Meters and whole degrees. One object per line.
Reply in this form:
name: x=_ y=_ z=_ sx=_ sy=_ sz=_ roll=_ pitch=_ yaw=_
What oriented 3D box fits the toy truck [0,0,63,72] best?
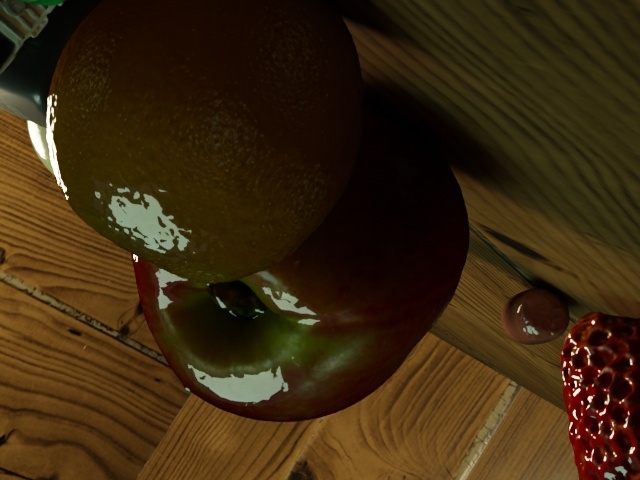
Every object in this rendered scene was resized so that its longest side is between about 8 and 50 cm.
toy truck: x=-0.436 y=-0.281 z=1.107 sx=0.387 sy=0.207 sz=0.173 roll=31 pitch=176 yaw=18

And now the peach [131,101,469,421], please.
peach: x=0.000 y=0.000 z=0.943 sx=0.245 sy=0.274 sz=0.248 roll=-13 pitch=110 yaw=30

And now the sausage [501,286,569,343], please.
sausage: x=0.237 y=0.085 z=1.327 sx=0.062 sy=0.062 sz=0.154 roll=33 pitch=176 yaw=4

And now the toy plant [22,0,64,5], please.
toy plant: x=-0.242 y=-0.242 z=0.896 sx=0.200 sy=0.105 sz=0.143 roll=8 pitch=143 yaw=33

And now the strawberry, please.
strawberry: x=0.307 y=0.158 z=1.078 sx=0.205 sy=0.205 sz=0.244 roll=37 pitch=-163 yaw=-44

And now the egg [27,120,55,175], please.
egg: x=-0.237 y=-0.138 z=1.420 sx=0.254 sy=0.188 sz=0.188 roll=24 pitch=171 yaw=38

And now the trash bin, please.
trash bin: x=-0.328 y=-0.221 z=1.264 sx=0.290 sy=0.182 sz=0.209 roll=25 pitch=174 yaw=24

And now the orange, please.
orange: x=-0.068 y=-0.079 z=0.738 sx=0.206 sy=0.206 sz=0.206 roll=33 pitch=176 yaw=2
